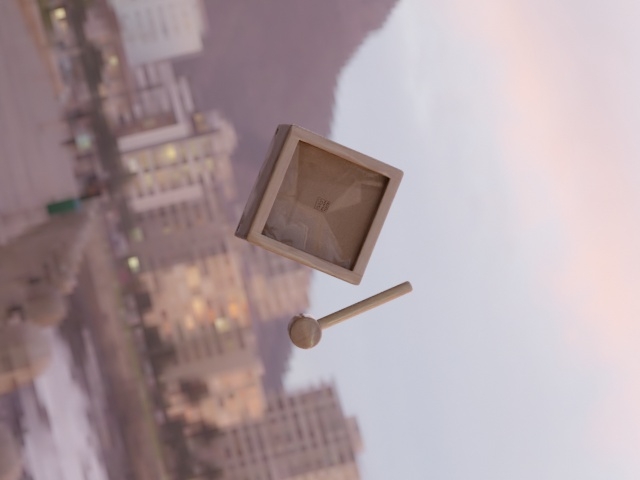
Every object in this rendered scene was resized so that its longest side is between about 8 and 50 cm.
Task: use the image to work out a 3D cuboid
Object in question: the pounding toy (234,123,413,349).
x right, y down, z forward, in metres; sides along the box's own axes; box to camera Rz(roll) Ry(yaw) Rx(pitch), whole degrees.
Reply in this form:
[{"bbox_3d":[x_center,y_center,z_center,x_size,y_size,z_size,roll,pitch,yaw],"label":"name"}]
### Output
[{"bbox_3d":[0.006,0.009,1.901,0.094,0.181,0.206,-161,-87,-78],"label":"pounding toy"}]
